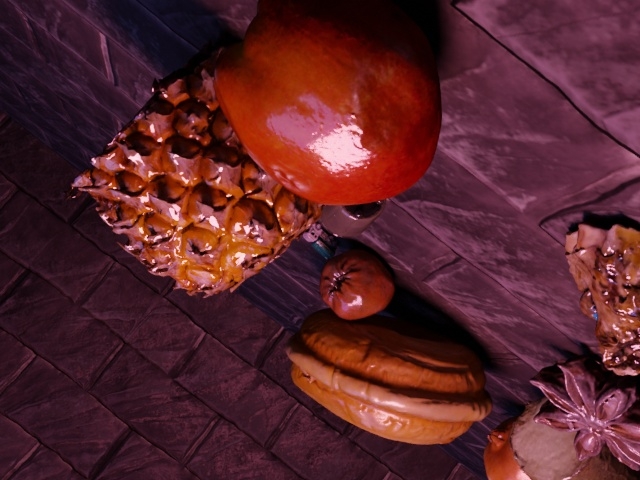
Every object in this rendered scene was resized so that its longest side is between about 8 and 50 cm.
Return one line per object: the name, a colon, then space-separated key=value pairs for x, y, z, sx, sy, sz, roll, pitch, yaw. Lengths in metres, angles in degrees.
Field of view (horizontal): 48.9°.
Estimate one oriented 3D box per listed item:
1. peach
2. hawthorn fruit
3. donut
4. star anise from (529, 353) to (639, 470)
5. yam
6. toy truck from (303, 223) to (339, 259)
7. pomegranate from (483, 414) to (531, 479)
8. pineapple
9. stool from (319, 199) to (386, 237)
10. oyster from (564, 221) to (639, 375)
peach: x=0.020 y=-0.147 z=0.700 sx=0.244 sy=0.199 sz=0.243 roll=24 pitch=152 yaw=14
hawthorn fruit: x=0.082 y=0.084 z=1.425 sx=0.149 sy=0.149 sz=0.189 roll=31 pitch=-156 yaw=22
donut: x=0.144 y=0.273 z=1.484 sx=0.449 sy=0.198 sz=0.449 roll=16 pitch=-177 yaw=-1
star anise: x=0.461 y=0.272 z=1.137 sx=0.223 sy=0.109 sz=0.235 roll=15 pitch=137 yaw=38
yam: x=0.518 y=0.454 z=1.392 sx=0.300 sy=0.195 sz=0.195 roll=47 pitch=162 yaw=-29
toy truck: x=0.000 y=0.000 z=1.483 sx=0.083 sy=0.044 sz=0.039 roll=43 pitch=161 yaw=-20
pomegranate: x=0.472 y=0.503 z=1.603 sx=0.209 sy=0.209 sz=0.209 roll=34 pitch=165 yaw=11
pineapple: x=-0.167 y=-0.091 z=1.052 sx=0.300 sy=0.352 sz=0.352 roll=50 pitch=162 yaw=-13
stool: x=0.050 y=-0.058 z=1.103 sx=0.096 sy=0.096 sz=0.110 roll=39 pitch=161 yaw=-5
oyster: x=0.360 y=0.072 z=0.823 sx=0.223 sy=0.083 sz=0.214 roll=43 pitch=163 yaw=2
